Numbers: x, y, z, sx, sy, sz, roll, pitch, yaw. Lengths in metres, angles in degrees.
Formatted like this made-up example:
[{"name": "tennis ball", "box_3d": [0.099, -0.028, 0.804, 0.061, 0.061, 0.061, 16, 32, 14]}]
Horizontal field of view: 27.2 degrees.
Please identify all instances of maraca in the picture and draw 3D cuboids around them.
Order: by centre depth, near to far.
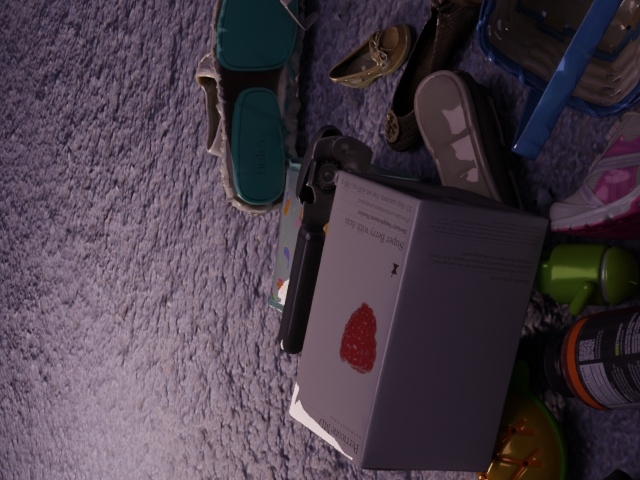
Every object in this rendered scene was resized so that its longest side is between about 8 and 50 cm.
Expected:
[{"name": "maraca", "box_3d": [0.217, 0.218, 1.507, 0.127, 0.099, 0.186, -29, 73, 38]}]

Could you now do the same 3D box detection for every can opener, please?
[{"name": "can opener", "box_3d": [0.000, 0.000, 1.647, 0.095, 0.076, 0.284, -129, 48, -68]}]

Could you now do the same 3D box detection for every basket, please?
[{"name": "basket", "box_3d": [0.267, -0.233, 1.312, 0.289, 0.201, 0.255, -70, 6, -60]}]

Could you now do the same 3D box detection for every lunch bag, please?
[{"name": "lunch bag", "box_3d": [0.054, 0.010, 1.734, 0.262, 0.160, 0.223, 17, 101, 62]}]

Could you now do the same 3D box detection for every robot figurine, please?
[{"name": "robot figurine", "box_3d": [0.290, 0.037, 1.425, 0.115, 0.101, 0.067, 1, 113, 28]}]

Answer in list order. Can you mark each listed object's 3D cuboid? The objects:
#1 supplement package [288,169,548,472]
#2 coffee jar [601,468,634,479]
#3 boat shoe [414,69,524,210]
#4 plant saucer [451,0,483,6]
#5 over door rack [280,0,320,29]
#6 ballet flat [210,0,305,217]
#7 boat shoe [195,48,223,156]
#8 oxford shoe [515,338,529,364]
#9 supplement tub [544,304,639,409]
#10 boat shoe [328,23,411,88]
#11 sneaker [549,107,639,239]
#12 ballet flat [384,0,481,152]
[{"name": "supplement package", "box_3d": [0.103, 0.089, 1.464, 0.177, 0.175, 0.293, 25, 105, 58]}, {"name": "coffee jar", "box_3d": [0.322, 0.330, 1.353, 0.096, 0.079, 0.184, -36, 52, 12]}, {"name": "boat shoe", "box_3d": [0.199, -0.047, 1.593, 0.112, 0.095, 0.335, -21, 74, 40]}, {"name": "plant saucer", "box_3d": [0.233, -0.362, 1.408, 0.041, 0.278, 0.278, 40, 125, 20]}, {"name": "over door rack", "box_3d": [-0.003, -0.481, 1.817, 0.324, 0.108, 0.239, -52, 41, 10]}, {"name": "ballet flat", "box_3d": [-0.100, -0.240, 2.025, 0.147, 0.147, 0.409, 4, 90, 57]}, {"name": "boat shoe", "box_3d": [-0.153, -0.268, 2.126, 0.098, 0.096, 0.277, -21, 70, 55]}, {"name": "oxford shoe", "box_3d": [0.167, 0.182, 1.603, 0.227, 0.096, 0.083, -46, 49, 44]}, {"name": "supplement tub", "box_3d": [0.321, 0.120, 1.359, 0.198, 0.106, 0.106, -16, 74, 56]}, {"name": "boat shoe", "box_3d": [0.070, -0.254, 1.826, 0.153, 0.048, 0.056, -26, 66, 54]}, {"name": "sneaker", "box_3d": [0.336, -0.076, 1.367, 0.252, 0.103, 0.111, -29, 61, 44]}, {"name": "ballet flat", "box_3d": [0.132, -0.225, 1.717, 0.084, 0.058, 0.250, 59, 134, 42]}]
